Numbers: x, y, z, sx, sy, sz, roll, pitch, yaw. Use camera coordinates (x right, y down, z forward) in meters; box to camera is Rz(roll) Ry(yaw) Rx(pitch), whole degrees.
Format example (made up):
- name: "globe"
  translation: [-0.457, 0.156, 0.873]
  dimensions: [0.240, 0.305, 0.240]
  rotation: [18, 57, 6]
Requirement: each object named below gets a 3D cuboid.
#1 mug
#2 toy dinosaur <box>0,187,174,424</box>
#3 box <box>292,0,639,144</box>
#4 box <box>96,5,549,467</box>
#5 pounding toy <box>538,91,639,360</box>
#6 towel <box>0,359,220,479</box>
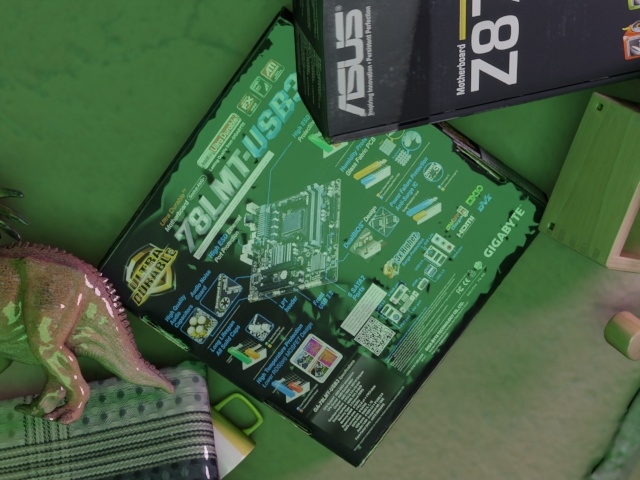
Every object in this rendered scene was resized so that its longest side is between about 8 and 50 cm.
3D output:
- name: "mug"
  translation: [-0.098, 0.178, 1.663]
  dimensions: [0.064, 0.078, 0.062]
  rotation: [48, 133, 0]
- name: "toy dinosaur"
  translation: [-0.258, 0.043, 1.563]
  dimensions: [0.295, 0.127, 0.200]
  rotation: [15, 83, 2]
- name: "box"
  translation: [0.132, -0.287, 1.408]
  dimensions: [0.318, 0.097, 0.395]
  rotation: [-12, 128, -13]
- name: "box"
  translation: [0.000, 0.000, 1.603]
  dimensions: [0.293, 0.073, 0.295]
  rotation: [35, 102, -6]
- name: "pounding toy"
  translation: [0.275, -0.008, 1.579]
  dimensions: [0.181, 0.094, 0.206]
  rotation: [8, 108, -44]
- name: "towel"
  translation: [-0.238, 0.276, 1.593]
  dimensions: [0.324, 0.056, 0.312]
  rotation: [-11, 66, 7]
